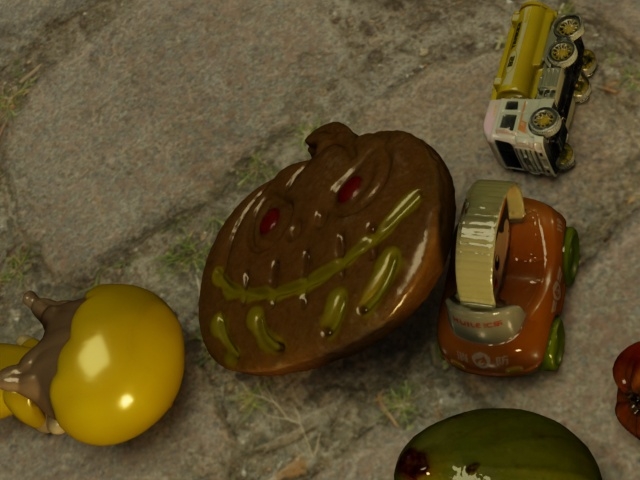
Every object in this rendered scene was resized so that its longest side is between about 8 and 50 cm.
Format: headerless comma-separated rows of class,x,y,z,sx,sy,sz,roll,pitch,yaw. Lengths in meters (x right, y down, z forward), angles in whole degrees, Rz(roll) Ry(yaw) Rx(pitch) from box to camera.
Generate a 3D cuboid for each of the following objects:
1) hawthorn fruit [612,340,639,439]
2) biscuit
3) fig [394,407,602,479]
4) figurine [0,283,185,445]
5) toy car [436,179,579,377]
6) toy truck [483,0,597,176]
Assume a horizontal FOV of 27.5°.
hawthorn fruit,0.384,0.160,1.413,0.140,0.125,0.125,-22,58,12
biscuit,-0.006,-0.004,1.594,0.394,0.070,0.350,-27,46,35
fig,0.179,0.268,1.379,0.203,0.225,0.203,-25,51,36
figurine,-0.334,0.173,1.662,0.344,0.187,0.215,-15,47,21
toy car,0.199,0.033,1.495,0.145,0.235,0.235,4,65,23
toy truck,0.275,-0.194,1.659,0.114,0.098,0.226,4,63,27
